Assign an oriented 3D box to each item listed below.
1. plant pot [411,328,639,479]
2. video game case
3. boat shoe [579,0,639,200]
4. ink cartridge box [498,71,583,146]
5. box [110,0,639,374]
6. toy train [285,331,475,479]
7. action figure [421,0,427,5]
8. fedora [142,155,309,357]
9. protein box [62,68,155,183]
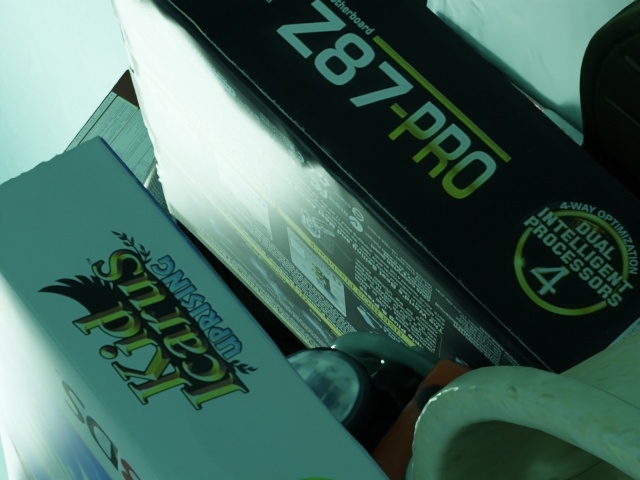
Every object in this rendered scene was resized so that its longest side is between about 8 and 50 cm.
[{"bbox_3d":[0.246,0.092,0.492,0.334,0.305,0.334,51,164,20],"label":"plant pot"},{"bbox_3d":[-0.030,0.134,0.661,0.244,0.061,0.269,49,156,26],"label":"video game case"},{"bbox_3d":[0.174,-0.058,0.773,0.110,0.104,0.307,48,166,7],"label":"boat shoe"},{"bbox_3d":[0.137,0.023,1.159,0.239,0.060,0.275,43,160,36],"label":"ink cartridge box"},{"bbox_3d":[0.064,0.027,0.922,0.395,0.097,0.318,44,164,19],"label":"box"},{"bbox_3d":[0.081,0.173,0.825,0.190,0.142,0.334,19,149,37],"label":"toy train"},{"bbox_3d":[-0.006,-0.196,1.006,0.276,0.141,0.164,10,129,33],"label":"action figure"},{"bbox_3d":[0.000,0.000,1.314,0.243,0.124,0.275,53,137,12],"label":"fedora"},{"bbox_3d":[-0.088,-0.011,1.511,0.200,0.136,0.201,38,177,-34],"label":"protein box"}]
